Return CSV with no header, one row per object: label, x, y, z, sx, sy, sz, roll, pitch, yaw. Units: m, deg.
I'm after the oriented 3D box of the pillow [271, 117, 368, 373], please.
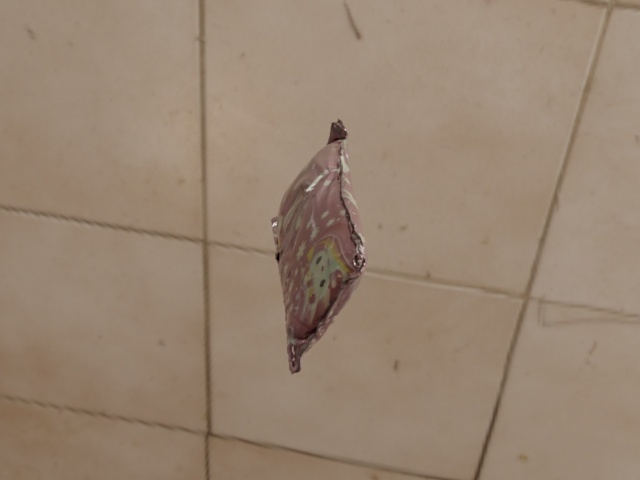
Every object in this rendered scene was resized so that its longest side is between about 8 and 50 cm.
pillow,0.000,0.000,0.738,0.043,0.185,0.118,18,123,-20
